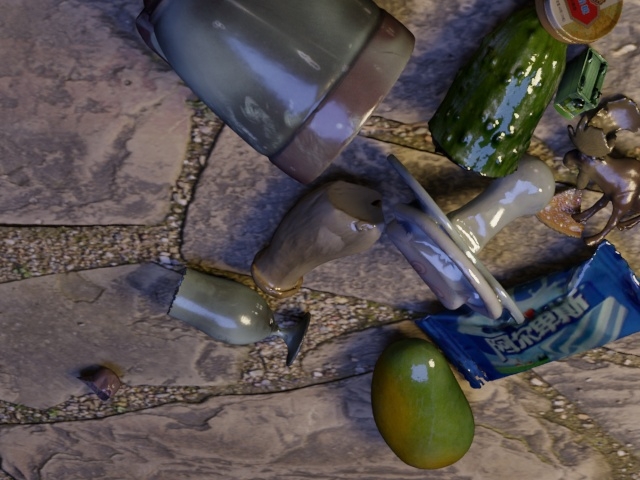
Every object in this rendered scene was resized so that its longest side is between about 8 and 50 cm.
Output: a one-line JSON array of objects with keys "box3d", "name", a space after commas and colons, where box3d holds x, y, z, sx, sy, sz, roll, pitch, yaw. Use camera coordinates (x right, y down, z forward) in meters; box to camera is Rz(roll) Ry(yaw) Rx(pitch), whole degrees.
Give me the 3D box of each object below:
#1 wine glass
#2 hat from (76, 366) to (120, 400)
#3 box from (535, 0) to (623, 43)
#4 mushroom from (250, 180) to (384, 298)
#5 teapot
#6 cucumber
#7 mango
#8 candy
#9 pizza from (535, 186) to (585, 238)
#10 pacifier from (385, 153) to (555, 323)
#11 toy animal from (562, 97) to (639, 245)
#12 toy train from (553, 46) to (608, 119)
[{"box3d": [-0.123, 0.110, 2.108, 0.202, 0.093, 0.093, 21, 130, -9], "name": "wine glass"}, {"box3d": [-0.352, 0.225, 2.292, 0.058, 0.042, 0.087, 46, 158, -20], "name": "hat"}, {"box3d": [0.307, -0.286, 1.690, 0.105, 0.105, 0.037, 39, 168, -19], "name": "box"}, {"box3d": [-0.004, -0.009, 1.983, 0.108, 0.096, 0.247, 51, 131, -6], "name": "mushroom"}, {"box3d": [-0.088, -0.242, 1.758, 0.312, 0.233, 0.315, 38, 154, -10], "name": "teapot"}, {"box3d": [0.240, -0.203, 1.767, 0.134, 0.134, 0.244, 24, 118, -8], "name": "cucumber"}, {"box3d": [0.147, 0.246, 2.137, 0.156, 0.114, 0.251, 17, 144, 36], "name": "mango"}, {"box3d": [0.309, 0.112, 2.027, 0.331, 0.077, 0.187, -21, 128, 32], "name": "candy"}, {"box3d": [0.334, -0.045, 1.928, 0.083, 0.025, 0.078, 34, 124, -4], "name": "pizza"}, {"box3d": [0.213, -0.028, 1.871, 0.226, 0.238, 0.287, -42, 104, 1], "name": "pacifier"}, {"box3d": [0.390, -0.084, 1.846, 0.214, 0.094, 0.186, 12, 126, -19], "name": "toy animal"}, {"box3d": [0.322, -0.194, 1.767, 0.038, 0.093, 0.056, 37, 141, -19], "name": "toy train"}]
